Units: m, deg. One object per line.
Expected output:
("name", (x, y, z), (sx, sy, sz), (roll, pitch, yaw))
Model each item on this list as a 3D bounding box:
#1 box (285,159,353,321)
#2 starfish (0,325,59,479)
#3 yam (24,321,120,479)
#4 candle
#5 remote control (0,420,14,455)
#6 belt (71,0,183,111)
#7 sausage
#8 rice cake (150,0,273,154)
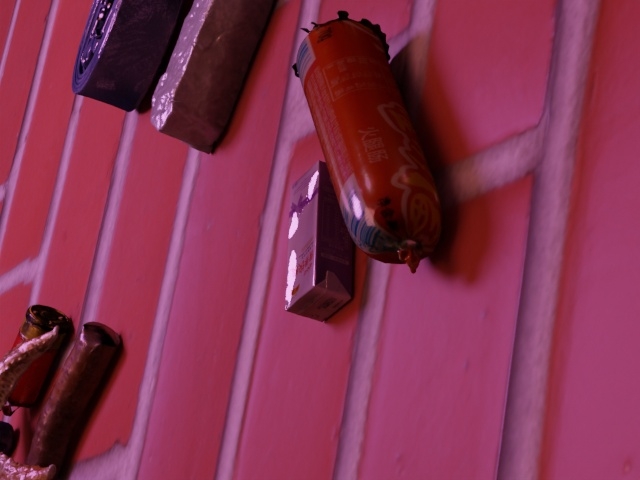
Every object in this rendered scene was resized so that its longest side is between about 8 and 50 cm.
("box", (0.000, 0.000, 1.351), (0.050, 0.036, 0.117), (-43, 37, 48))
("starfish", (-0.366, 0.216, 1.831), (0.358, 0.078, 0.347), (-65, 25, 19))
("yam", (-0.285, 0.230, 1.785), (0.327, 0.045, 0.045), (-64, -5, 18))
("candle", (-0.318, 0.136, 1.912), (0.131, 0.052, 0.052), (-66, 25, 17))
("remote control", (-0.382, 0.263, 1.989), (0.152, 0.027, 0.043), (-57, 34, 32))
("belt", (-0.202, -0.237, 1.893), (0.190, 0.082, 0.141), (-70, 21, 6))
("sausage", (0.037, -0.064, 1.277), (0.083, 0.083, 0.264), (-57, 29, 29))
("rice cake", (-0.098, -0.188, 1.656), (0.063, 0.069, 0.206), (34, 106, 65))
